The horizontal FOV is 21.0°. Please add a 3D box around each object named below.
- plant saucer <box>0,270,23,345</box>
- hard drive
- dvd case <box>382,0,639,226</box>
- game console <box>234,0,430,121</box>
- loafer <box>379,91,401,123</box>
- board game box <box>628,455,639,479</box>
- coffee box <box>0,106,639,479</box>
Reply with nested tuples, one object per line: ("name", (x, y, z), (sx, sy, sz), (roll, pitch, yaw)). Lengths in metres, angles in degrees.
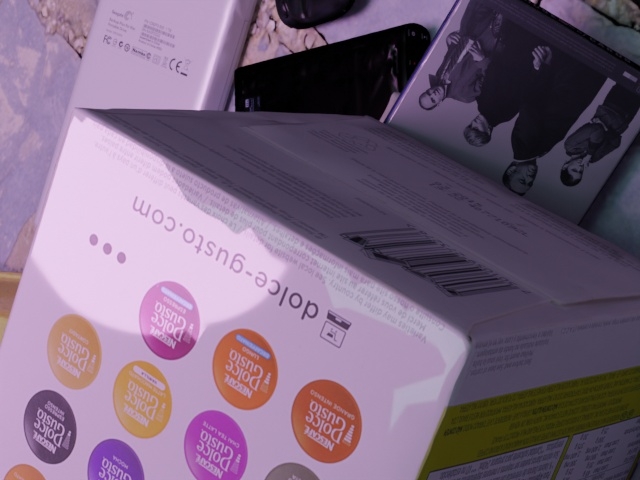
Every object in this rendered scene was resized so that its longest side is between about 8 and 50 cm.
("plant saucer", (-0.443, 0.191, 1.881), (0.333, 0.081, 0.332), (4, 89, 21))
("hard drive", (-0.183, -0.129, 1.765), (0.203, 0.040, 0.307), (26, 102, 41))
("dvd case", (0.140, -0.071, 1.397), (0.179, 0.029, 0.238), (31, 109, -1))
("game console", (0.008, -0.224, 1.602), (0.213, 0.044, 0.361), (-8, 80, 40))
("loafer", (0.000, 0.000, 1.514), (0.111, 0.112, 0.319), (43, 110, -7))
("board game box", (0.224, 0.158, 1.324), (0.211, 0.039, 0.160), (48, 119, 49))
("coffee box", (0.004, 0.123, 1.227), (0.338, 0.338, 0.334), (31, 110, 30))
